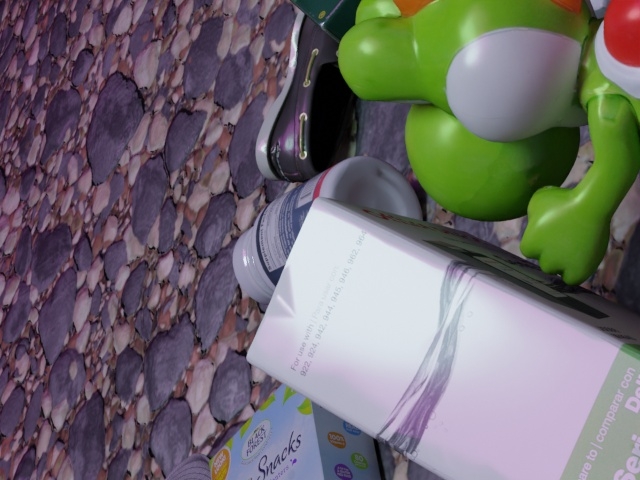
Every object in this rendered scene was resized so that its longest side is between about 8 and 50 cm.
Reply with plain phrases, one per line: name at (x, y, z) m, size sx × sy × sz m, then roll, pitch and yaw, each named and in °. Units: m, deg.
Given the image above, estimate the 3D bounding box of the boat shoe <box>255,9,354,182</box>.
boat shoe at (0.007, -0.162, 1.386) m, size 0.068 × 0.081 × 0.228 m, roll 8°, pitch 74°, yaw 37°

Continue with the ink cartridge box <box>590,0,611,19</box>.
ink cartridge box at (0.216, -0.210, 1.009) m, size 0.128 × 0.127 × 0.176 m, roll -11°, pitch 66°, yaw 56°

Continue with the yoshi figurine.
yoshi figurine at (0.192, -0.075, 0.842) m, size 0.362 × 0.203 × 0.203 m, roll 11°, pitch 105°, yaw 23°

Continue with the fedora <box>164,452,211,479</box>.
fedora at (-0.187, 0.332, 1.383) m, size 0.244 × 0.124 × 0.275 m, roll -55°, pitch 34°, yaw 25°

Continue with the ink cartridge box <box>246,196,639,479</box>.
ink cartridge box at (0.125, 0.083, 0.826) m, size 0.272 × 0.198 × 0.115 m, roll 28°, pitch 98°, yaw 32°

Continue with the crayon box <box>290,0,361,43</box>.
crayon box at (0.068, -0.348, 1.284) m, size 0.313 × 0.106 × 0.363 m, roll -50°, pitch 34°, yaw 8°

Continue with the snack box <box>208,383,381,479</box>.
snack box at (-0.021, 0.239, 1.213) m, size 0.174 × 0.070 × 0.207 m, roll -50°, pitch 35°, yaw 34°

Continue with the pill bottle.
pill bottle at (0.000, 0.000, 1.273) m, size 0.180 × 0.108 × 0.108 m, roll -27°, pitch 52°, yaw 52°
